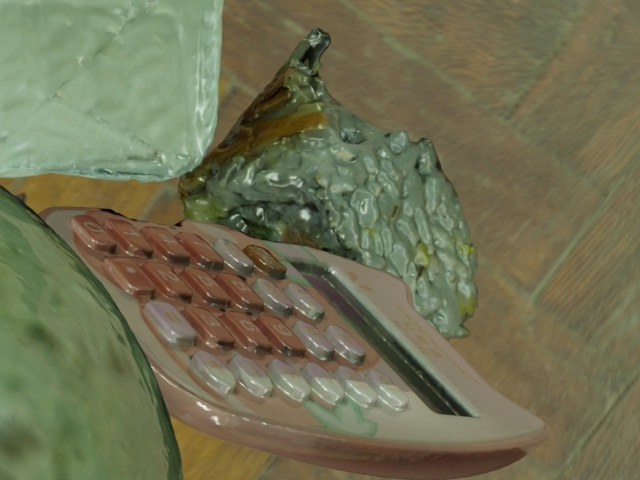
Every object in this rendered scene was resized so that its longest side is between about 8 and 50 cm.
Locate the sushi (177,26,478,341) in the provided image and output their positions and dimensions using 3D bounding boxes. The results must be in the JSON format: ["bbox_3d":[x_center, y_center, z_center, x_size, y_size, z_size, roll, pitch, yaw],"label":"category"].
[{"bbox_3d":[0.000,0.000,1.379,0.184,0.139,0.274,-14,110,36],"label":"sushi"}]

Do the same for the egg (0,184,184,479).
[{"bbox_3d":[-0.224,0.115,0.726,0.345,0.428,0.345,2,84,-21],"label":"egg"}]

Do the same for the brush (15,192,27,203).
[{"bbox_3d":[-0.298,0.019,1.523,0.047,0.103,0.233,42,139,-20],"label":"brush"}]

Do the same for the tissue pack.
[{"bbox_3d":[-0.210,-0.276,1.344,0.205,0.405,0.331,-5,121,-20],"label":"tissue pack"}]

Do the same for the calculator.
[{"bbox_3d":[-0.023,0.058,1.069,0.220,0.330,0.048,47,112,38],"label":"calculator"}]
